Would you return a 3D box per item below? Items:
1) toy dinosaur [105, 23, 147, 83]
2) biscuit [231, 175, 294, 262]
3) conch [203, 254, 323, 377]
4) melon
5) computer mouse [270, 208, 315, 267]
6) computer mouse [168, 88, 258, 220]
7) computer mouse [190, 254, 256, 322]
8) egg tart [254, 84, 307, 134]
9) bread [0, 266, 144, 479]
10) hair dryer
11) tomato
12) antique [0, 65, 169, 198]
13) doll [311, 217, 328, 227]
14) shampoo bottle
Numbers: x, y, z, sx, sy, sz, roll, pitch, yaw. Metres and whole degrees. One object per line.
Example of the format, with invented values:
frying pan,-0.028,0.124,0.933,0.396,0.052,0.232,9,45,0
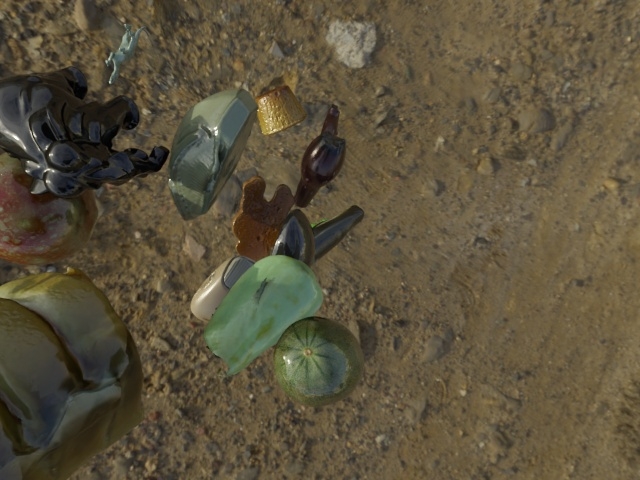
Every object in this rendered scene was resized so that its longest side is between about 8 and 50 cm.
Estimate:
toy dinosaur,-0.668,-0.666,1.429,0.053,0.242,0.167,21,135,-14
biscuit,-0.198,-0.058,1.350,0.186,0.044,0.295,18,103,-15
conch,-0.106,0.116,0.721,0.251,0.137,0.143,-33,78,-27
melon,-0.002,0.156,0.537,0.114,0.167,0.114,-4,72,13
computer mouse,-0.068,0.060,0.945,0.086,0.137,0.269,23,116,5
computer mouse,-0.278,-0.208,0.991,0.146,0.429,0.228,27,55,-11
computer mouse,-0.257,0.146,1.153,0.236,0.082,0.145,-44,127,12
egg tart,-0.163,-0.523,1.635,0.203,0.202,0.147,-24,116,-6
bread,-0.403,0.212,0.537,0.210,0.341,0.300,-2,101,27
hair dryer,0.007,-0.307,1.362,0.123,0.312,0.340,20,58,-12
tomato,-0.640,-0.075,0.952,0.223,0.270,0.270,9,101,-16
antique,-0.504,-0.214,0.827,0.322,0.255,0.185,33,116,2
doll,-0.027,-0.052,1.759,0.115,0.190,0.050,-37,96,-26
shampoo bottle,0.000,0.000,1.327,0.350,0.084,0.125,-38,149,-23
